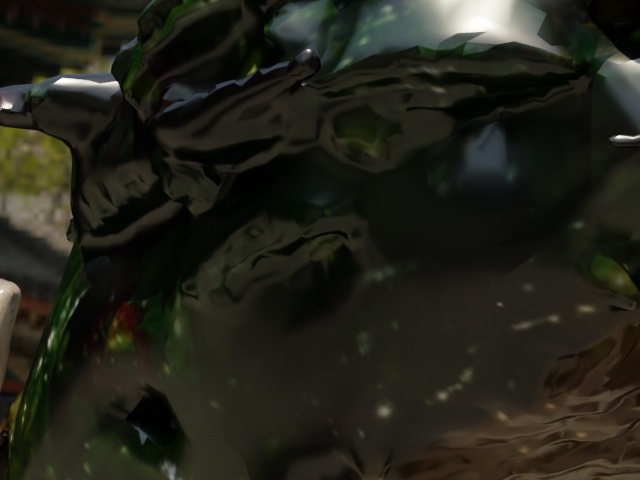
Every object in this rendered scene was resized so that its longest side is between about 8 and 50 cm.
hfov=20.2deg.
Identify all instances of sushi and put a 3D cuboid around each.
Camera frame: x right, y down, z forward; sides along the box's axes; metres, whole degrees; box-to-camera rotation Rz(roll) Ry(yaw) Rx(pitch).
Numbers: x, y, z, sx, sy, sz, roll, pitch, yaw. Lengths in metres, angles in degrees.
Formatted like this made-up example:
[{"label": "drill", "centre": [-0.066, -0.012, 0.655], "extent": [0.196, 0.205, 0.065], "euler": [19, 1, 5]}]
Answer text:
[{"label": "sushi", "centre": [0.001, 0.001, 0.400], "extent": [0.287, 0.149, 0.140], "euler": [-30, -32, 34]}]

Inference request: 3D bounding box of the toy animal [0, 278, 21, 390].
[{"label": "toy animal", "centre": [-0.236, 0.046, 0.591], "extent": [0.250, 0.154, 0.166], "euler": [28, -39, 3]}]
